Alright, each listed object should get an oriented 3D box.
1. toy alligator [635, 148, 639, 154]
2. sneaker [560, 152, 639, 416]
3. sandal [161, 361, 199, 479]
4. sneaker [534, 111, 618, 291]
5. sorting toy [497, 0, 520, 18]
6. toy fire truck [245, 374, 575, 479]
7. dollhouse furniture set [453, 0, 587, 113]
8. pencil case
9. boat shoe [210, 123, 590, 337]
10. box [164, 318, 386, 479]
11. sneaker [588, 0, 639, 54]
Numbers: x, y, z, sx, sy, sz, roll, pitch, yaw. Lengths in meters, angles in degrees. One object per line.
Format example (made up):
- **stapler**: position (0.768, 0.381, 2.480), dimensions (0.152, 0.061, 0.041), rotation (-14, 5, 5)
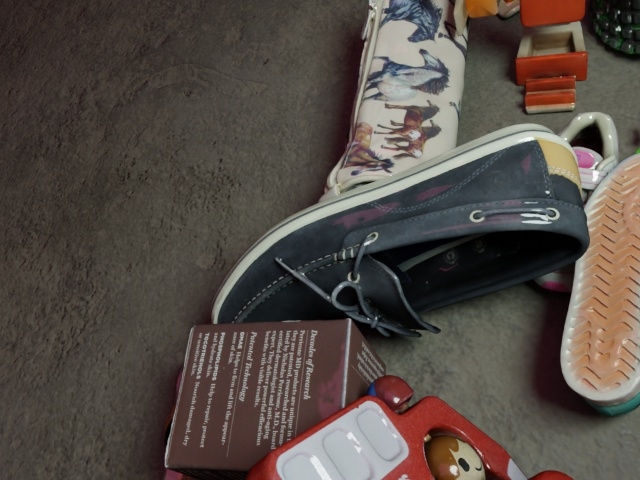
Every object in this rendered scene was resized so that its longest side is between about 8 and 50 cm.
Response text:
- **toy alligator**: position (0.403, -0.076, 0.765), dimensions (0.051, 0.056, 0.190), rotation (-4, 60, 20)
- **sneaker**: position (0.346, 0.047, 0.676), dimensions (0.108, 0.121, 0.302), rotation (11, 70, 39)
- **sandal**: position (-0.179, 0.259, 0.800), dimensions (0.089, 0.060, 0.219), rotation (-2, 61, 21)
- **sneaker**: position (0.313, -0.059, 0.757), dimensions (0.102, 0.111, 0.252), rotation (8, 64, 26)
- **sorting toy**: position (0.345, -0.485, 1.037), dimensions (0.347, 0.047, 0.196), rotation (-30, 54, 4)
- **toy fire truck**: position (0.101, 0.246, 0.544), dimensions (0.169, 0.302, 0.254), rotation (-47, 70, 32)
- **dollhouse furniture set**: position (0.315, -0.313, 0.817), dimensions (0.261, 0.259, 0.135), rotation (0, 59, 23)
- **pencil case**: position (0.113, -0.196, 0.882), dimensions (0.183, 0.160, 0.411), rotation (20, 64, -12)
- **boat shoe**: position (0.074, 0.039, 0.721), dimensions (0.500, 0.187, 0.156), rotation (-25, 51, 19)
- **box**: position (-0.042, 0.202, 0.712), dimensions (0.203, 0.168, 0.167), rotation (-5, 59, 19)
- **sneaker**: position (0.535, -0.316, 0.834), dimensions (0.146, 0.134, 0.343), rotation (-17, 38, -33)
